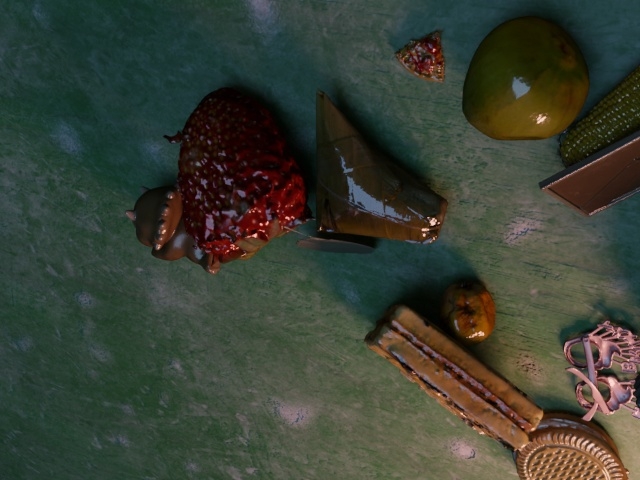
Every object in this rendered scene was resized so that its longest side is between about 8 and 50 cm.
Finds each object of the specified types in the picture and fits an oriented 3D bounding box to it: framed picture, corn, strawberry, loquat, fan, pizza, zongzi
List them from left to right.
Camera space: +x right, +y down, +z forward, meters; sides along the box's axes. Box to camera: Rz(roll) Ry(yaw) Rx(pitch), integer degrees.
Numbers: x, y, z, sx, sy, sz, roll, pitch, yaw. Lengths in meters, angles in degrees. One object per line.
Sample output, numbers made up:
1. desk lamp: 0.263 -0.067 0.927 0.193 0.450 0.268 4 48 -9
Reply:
1. strawberry: -0.192 -0.131 1.585 0.292 0.292 0.343 -31 95 36
2. fan: 0.000 -0.001 1.583 0.182 0.310 0.010 1 80 26
3. zongzi: 0.117 -0.146 1.506 0.273 0.145 0.300 8 119 20
4. pizza: 0.184 -0.345 1.429 0.099 0.029 0.100 7 120 24
5. loquat: 0.309 0.152 1.595 0.113 0.137 0.137 -2 120 57
6. framed picture: 0.535 -0.123 1.310 0.260 0.189 0.023 -31 57 36
7. corn: 0.530 -0.225 1.290 0.106 0.106 0.293 42 124 -1

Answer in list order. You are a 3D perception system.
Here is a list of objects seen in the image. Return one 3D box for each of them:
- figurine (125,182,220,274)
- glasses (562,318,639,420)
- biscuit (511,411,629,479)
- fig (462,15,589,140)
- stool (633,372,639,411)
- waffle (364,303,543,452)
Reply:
1. figurine: -0.326 -0.046 1.761 0.247 0.177 0.173 21 144 28
2. glasses: 0.593 0.280 1.549 0.162 0.095 0.255 -13 113 23
3. biscuit: 0.555 0.503 1.701 0.259 0.079 0.259 12 121 20
4. fig: 0.348 -0.260 1.296 0.207 0.207 0.230 26 149 11
5. stool: 0.762 0.215 1.310 0.297 0.297 0.330 27 123 10
6. waffle: 0.272 0.291 1.625 0.376 0.114 0.261 37 170 1
